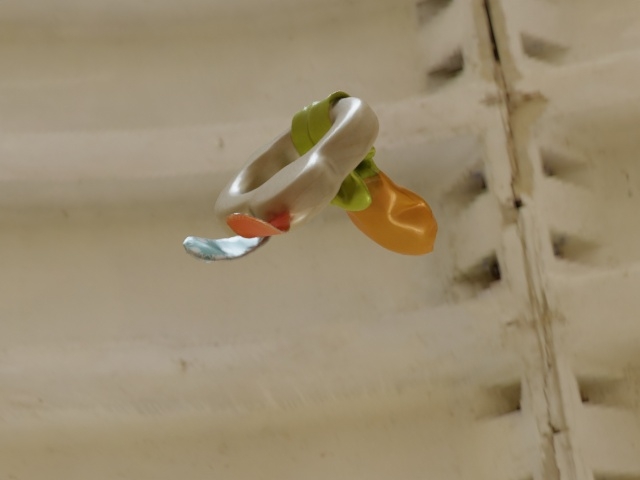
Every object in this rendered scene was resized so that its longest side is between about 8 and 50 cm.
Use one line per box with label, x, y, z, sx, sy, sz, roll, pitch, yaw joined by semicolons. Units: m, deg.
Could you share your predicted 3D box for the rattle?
rattle;0.000;0.000;0.949;0.130;0.143;0.200;-18;-158;11
